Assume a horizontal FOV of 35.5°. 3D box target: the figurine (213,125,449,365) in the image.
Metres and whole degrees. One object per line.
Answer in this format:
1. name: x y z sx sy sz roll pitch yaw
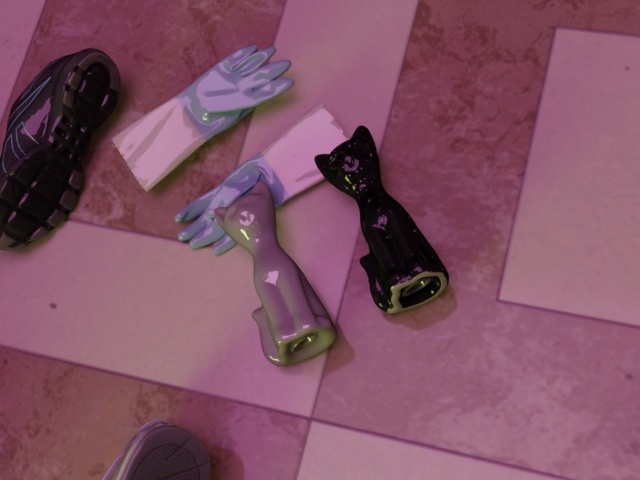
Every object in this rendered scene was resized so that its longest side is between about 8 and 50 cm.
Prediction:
1. figurine: 0.000 0.000 1.088 0.215 0.092 0.209 -26 65 4

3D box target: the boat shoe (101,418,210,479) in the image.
1. boat shoe: -0.217 0.336 1.021 0.118 0.103 0.320 27 80 -19

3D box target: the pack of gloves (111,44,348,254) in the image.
1. pack of gloves: -0.099 -0.106 1.184 0.232 0.046 0.195 -35 78 3

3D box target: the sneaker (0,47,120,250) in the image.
1. sneaker: -0.338 -0.112 1.220 0.106 0.101 0.267 17 76 41
